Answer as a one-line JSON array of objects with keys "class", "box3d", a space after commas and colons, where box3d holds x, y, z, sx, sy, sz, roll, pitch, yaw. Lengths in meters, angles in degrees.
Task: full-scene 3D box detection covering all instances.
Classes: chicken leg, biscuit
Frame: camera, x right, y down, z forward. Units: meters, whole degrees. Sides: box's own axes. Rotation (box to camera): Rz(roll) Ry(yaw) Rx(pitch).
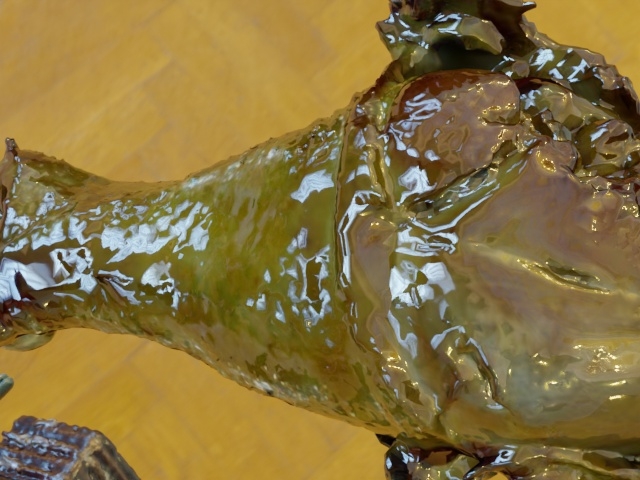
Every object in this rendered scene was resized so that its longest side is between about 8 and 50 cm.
[{"class": "chicken leg", "box3d": [0.008, -0.012, 0.719, 0.361, 0.140, 0.211, 16, 79, 20]}, {"class": "biscuit", "box3d": [-0.183, 0.257, 1.504, 0.070, 0.106, 0.252, -55, 131, -30]}]

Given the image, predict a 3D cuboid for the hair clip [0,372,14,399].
[{"class": "hair clip", "box3d": [-0.409, 0.199, 1.746, 0.229, 0.039, 0.070, -23, 63, 1]}]
